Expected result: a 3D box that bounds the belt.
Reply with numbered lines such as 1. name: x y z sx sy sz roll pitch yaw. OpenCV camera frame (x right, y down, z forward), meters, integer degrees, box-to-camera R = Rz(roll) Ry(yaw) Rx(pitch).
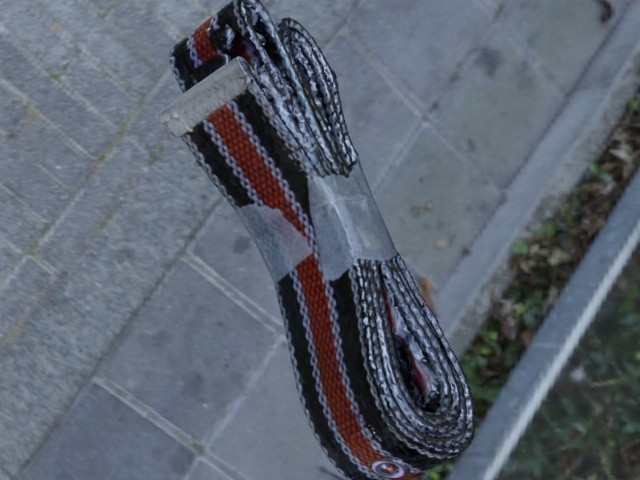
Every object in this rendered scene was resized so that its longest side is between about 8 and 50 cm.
1. belt: 0.000 0.000 0.815 0.126 0.094 0.360 -10 74 -56
